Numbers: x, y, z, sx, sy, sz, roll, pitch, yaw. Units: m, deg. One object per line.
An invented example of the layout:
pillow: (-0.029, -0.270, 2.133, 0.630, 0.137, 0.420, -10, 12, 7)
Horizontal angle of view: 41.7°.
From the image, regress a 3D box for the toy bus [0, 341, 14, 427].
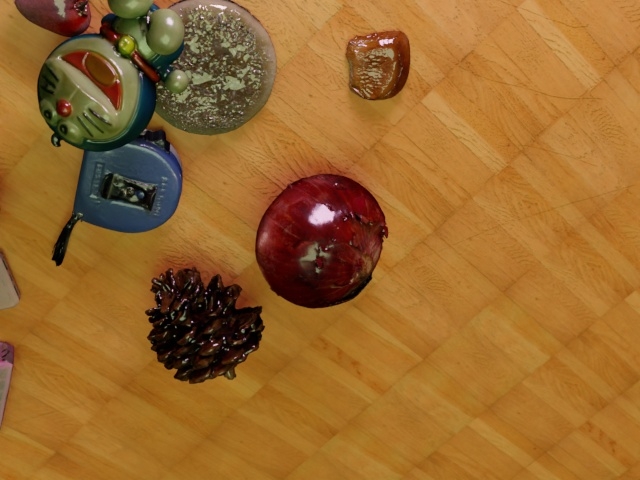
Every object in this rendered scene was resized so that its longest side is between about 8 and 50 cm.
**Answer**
toy bus: (-0.742, 0.344, 1.828, 0.112, 0.090, 0.274, 8, 120, -24)

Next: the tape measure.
tape measure: (-0.396, -0.062, 1.645, 0.215, 0.098, 0.351, 13, 120, -15)

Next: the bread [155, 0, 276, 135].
bread: (-0.208, -0.316, 1.555, 0.267, 0.040, 0.267, -4, 120, -7)

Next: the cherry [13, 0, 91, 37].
cherry: (-0.447, -0.407, 1.435, 0.126, 0.087, 0.106, 25, 122, -2)

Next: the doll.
doll: (-0.353, -0.279, 1.436, 0.322, 0.186, 0.198, -41, 90, 10)

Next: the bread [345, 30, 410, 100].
bread: (0.112, -0.330, 1.600, 0.126, 0.044, 0.129, -6, 124, -4)

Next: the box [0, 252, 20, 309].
box: (-0.771, 0.102, 1.707, 0.285, 0.044, 0.142, -11, 124, -3)

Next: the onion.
onion: (0.000, 0.000, 1.667, 0.276, 0.276, 0.276, -4, 121, -7)

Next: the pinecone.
pinecone: (-0.241, 0.177, 1.727, 0.243, 0.243, 0.257, -23, 132, 4)
